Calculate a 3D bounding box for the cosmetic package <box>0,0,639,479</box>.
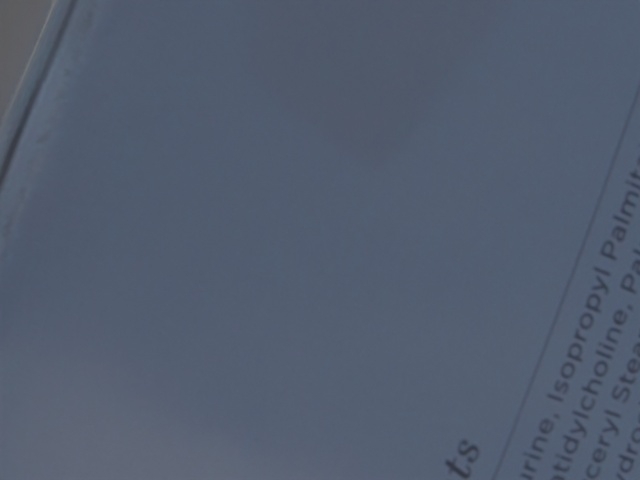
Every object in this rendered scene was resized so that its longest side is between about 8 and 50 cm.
[{"bbox_3d":[0.000,0.000,0.713,0.393,0.329,0.327,21,90,-30],"label":"cosmetic package"}]
